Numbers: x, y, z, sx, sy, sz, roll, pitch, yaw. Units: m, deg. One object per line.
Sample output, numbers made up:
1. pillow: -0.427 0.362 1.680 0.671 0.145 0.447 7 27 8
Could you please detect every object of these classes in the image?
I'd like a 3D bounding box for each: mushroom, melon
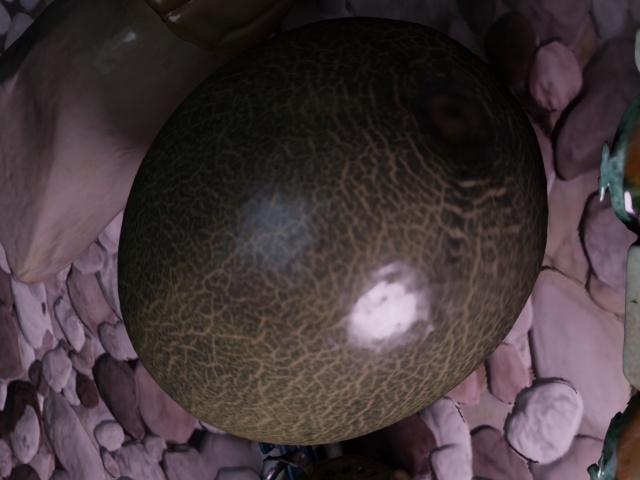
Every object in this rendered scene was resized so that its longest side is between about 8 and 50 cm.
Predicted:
1. mushroom: -0.164 -0.119 1.065 0.407 0.138 0.154 -40 63 45
2. melon: 0.000 0.000 0.841 0.302 0.237 0.237 -42 71 50

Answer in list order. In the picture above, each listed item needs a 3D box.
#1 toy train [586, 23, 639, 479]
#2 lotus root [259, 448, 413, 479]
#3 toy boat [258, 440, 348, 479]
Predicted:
1. toy train: 0.220 0.041 0.671 0.129 0.159 0.326 12 108 43
2. lotus root: 0.023 0.265 1.000 0.124 0.123 0.241 -127 33 -62
3. toy boat: -0.019 0.142 1.048 0.061 0.060 0.137 -14 99 31
